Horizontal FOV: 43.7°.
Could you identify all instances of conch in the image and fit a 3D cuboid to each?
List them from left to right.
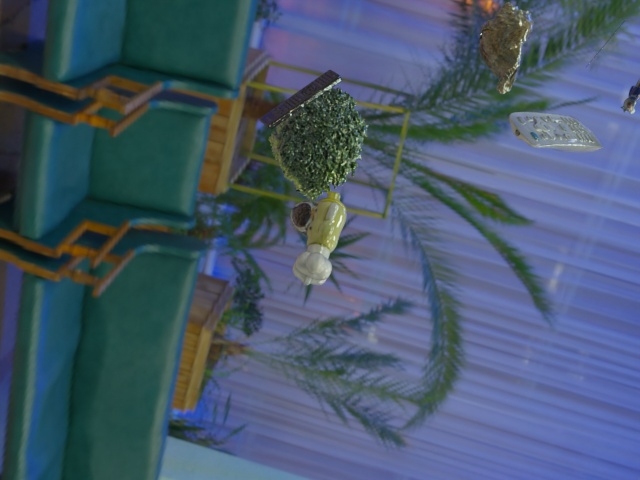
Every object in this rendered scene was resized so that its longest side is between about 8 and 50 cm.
[{"bbox_3d":[0.428,-0.434,1.808,0.155,0.130,0.207,-3,90,-48],"label":"conch"}]

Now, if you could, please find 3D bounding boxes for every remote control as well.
[{"bbox_3d":[-0.053,-0.379,2.137,0.245,0.063,0.025,-35,133,-6],"label":"remote control"},{"bbox_3d":[0.373,-0.165,1.265,0.229,0.073,0.044,-6,146,-43],"label":"remote control"}]

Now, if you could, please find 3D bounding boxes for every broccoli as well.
[{"bbox_3d":[-0.025,-0.298,2.379,0.302,0.249,0.375,-28,-130,51],"label":"broccoli"}]

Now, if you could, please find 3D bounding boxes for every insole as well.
[{"bbox_3d":[0.737,-0.509,2.058,0.152,0.002,0.053,-54,171,29],"label":"insole"}]

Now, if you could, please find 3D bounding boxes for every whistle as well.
[{"bbox_3d":[0.656,-0.303,1.657,0.029,0.033,0.083,-103,-148,-62],"label":"whistle"}]

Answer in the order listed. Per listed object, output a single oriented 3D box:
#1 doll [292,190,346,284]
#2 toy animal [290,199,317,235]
[{"bbox_3d":[0.000,0.000,1.311,0.106,0.062,0.162,111,-4,-66],"label":"doll"},{"bbox_3d":[-0.015,-0.049,2.069,0.098,0.137,0.098,-59,179,-1],"label":"toy animal"}]
